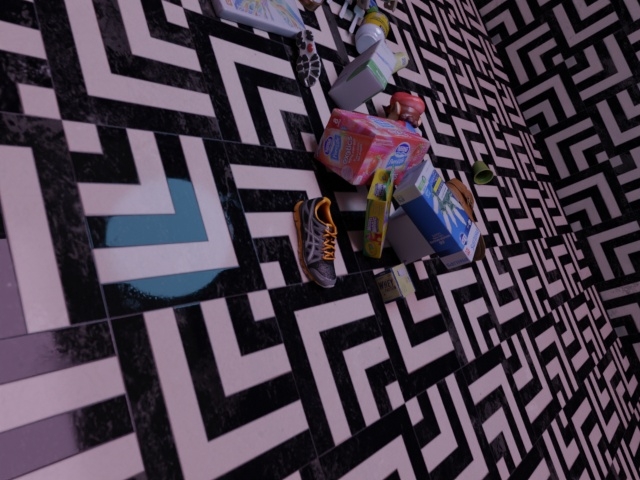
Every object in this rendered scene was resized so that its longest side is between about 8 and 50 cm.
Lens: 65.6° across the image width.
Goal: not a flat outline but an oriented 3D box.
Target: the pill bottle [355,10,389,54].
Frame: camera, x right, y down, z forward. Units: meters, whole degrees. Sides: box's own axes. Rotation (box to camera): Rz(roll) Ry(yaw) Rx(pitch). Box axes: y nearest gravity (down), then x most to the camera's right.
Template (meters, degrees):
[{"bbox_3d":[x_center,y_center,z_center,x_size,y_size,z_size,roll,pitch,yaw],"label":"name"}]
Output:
[{"bbox_3d":[0.177,-0.711,1.721,0.103,0.103,0.184,44,41,-24],"label":"pill bottle"}]

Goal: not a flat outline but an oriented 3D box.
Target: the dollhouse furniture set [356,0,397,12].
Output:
[{"bbox_3d":[0.179,-0.901,1.756,0.129,0.129,0.184,-10,41,-27],"label":"dollhouse furniture set"}]

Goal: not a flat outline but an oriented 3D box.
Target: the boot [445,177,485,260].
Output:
[{"bbox_3d":[0.509,-0.082,1.770,0.283,0.109,0.220,52,34,-4],"label":"boot"}]

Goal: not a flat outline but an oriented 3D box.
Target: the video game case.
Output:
[{"bbox_3d":[-0.193,-0.702,1.332,0.329,0.036,0.300,-12,79,-52],"label":"video game case"}]

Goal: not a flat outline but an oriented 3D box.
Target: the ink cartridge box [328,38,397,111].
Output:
[{"bbox_3d":[0.131,-0.495,1.498,0.093,0.154,0.212,46,40,-22],"label":"ink cartridge box"}]

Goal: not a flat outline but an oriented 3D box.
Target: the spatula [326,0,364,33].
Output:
[{"bbox_3d":[0.083,-0.825,1.743,0.168,0.019,0.242,45,39,-25],"label":"spatula"}]

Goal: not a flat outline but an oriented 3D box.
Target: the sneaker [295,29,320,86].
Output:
[{"bbox_3d":[-0.027,-0.505,1.395,0.071,0.068,0.170,39,46,-70],"label":"sneaker"}]

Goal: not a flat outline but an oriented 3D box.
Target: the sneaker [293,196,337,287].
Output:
[{"bbox_3d":[0.000,0.000,1.116,0.084,0.083,0.215,1,70,-51],"label":"sneaker"}]

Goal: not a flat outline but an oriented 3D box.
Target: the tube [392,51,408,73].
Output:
[{"bbox_3d":[0.240,-0.632,1.796,0.070,0.062,0.240,25,38,21],"label":"tube"}]

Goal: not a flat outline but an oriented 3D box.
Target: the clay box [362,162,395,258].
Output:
[{"bbox_3d":[0.147,-0.078,1.253,0.127,0.053,0.222,-68,163,-45],"label":"clay box"}]

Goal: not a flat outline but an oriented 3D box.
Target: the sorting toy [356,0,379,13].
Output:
[{"bbox_3d":[0.119,-0.972,1.835,0.347,0.047,0.196,37,39,-31],"label":"sorting toy"}]

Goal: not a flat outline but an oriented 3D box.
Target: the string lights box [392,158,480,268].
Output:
[{"bbox_3d":[0.308,-0.067,1.304,0.260,0.076,0.133,50,44,-16],"label":"string lights box"}]

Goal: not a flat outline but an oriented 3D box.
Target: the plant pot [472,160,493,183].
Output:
[{"bbox_3d":[0.680,-0.296,2.108,0.083,0.083,0.079,30,37,-36],"label":"plant pot"}]

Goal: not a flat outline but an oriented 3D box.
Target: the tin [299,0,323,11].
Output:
[{"bbox_3d":[-0.030,-0.806,1.589,0.106,0.040,0.190,39,43,-23],"label":"tin"}]

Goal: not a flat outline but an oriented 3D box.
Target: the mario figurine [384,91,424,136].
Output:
[{"bbox_3d":[0.247,-0.328,1.604,0.198,0.170,0.321,69,25,-67],"label":"mario figurine"}]

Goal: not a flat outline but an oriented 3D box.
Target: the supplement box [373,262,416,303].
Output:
[{"bbox_3d":[0.196,0.112,1.304,0.083,0.056,0.083,-15,81,-52],"label":"supplement box"}]

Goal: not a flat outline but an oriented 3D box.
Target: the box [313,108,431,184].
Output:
[{"bbox_3d":[0.145,-0.245,1.338,0.154,0.142,0.300,39,27,29],"label":"box"}]

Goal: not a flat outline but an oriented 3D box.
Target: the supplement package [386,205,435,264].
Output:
[{"bbox_3d":[0.303,-0.053,1.463,0.139,0.133,0.244,58,38,-8],"label":"supplement package"}]
